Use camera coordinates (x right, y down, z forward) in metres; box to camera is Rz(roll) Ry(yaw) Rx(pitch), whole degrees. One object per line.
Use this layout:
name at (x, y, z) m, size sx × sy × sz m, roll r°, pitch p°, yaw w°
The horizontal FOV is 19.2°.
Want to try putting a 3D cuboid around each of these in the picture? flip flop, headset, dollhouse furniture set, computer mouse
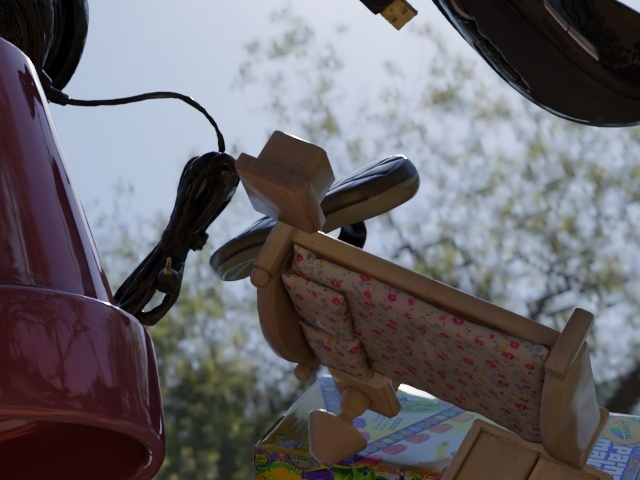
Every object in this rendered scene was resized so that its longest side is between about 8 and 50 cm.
flip flop at (0.000, 0.000, 1.525) m, size 0.112 × 0.080 × 0.277 m, roll -37°, pitch 8°, yaw -32°
headset at (-0.235, -0.107, 1.180) m, size 0.394 × 0.243 × 0.185 m, roll 28°, pitch -78°, yaw -1°
dollhouse furniture set at (0.089, 0.141, 1.090) m, size 0.303 × 0.174 × 0.355 m, roll 22°, pitch -23°, yaw 25°
computer mouse at (0.089, -0.126, 1.110) m, size 0.262 × 0.060 × 0.184 m, roll 33°, pitch -16°, yaw -16°

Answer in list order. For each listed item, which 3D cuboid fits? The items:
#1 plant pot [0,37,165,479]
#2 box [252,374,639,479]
plant pot at (-0.172, 0.017, 0.776) m, size 0.201 × 0.180 × 0.201 m, roll -7°, pitch -21°, yaw -3°
box at (0.102, 0.281, 1.450) m, size 0.279 × 0.177 × 0.290 m, roll 7°, pitch -74°, yaw 16°
